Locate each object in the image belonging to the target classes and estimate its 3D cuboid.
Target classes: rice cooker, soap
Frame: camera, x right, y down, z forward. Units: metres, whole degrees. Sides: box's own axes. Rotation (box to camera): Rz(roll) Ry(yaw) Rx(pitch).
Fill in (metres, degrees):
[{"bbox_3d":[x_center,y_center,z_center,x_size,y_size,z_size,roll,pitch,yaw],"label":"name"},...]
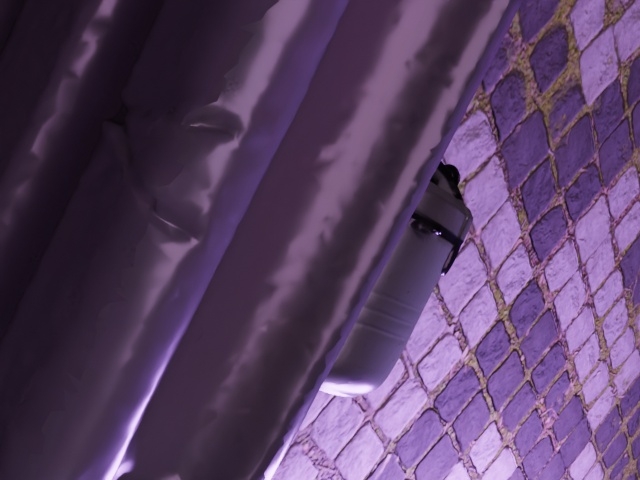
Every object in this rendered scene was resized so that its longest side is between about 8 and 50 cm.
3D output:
[{"bbox_3d":[0.000,0.000,0.753,0.226,0.226,0.244,21,96,-47],"label":"rice cooker"},{"bbox_3d":[-0.108,-0.094,0.519,0.213,0.350,0.435,18,98,-55],"label":"soap"}]
